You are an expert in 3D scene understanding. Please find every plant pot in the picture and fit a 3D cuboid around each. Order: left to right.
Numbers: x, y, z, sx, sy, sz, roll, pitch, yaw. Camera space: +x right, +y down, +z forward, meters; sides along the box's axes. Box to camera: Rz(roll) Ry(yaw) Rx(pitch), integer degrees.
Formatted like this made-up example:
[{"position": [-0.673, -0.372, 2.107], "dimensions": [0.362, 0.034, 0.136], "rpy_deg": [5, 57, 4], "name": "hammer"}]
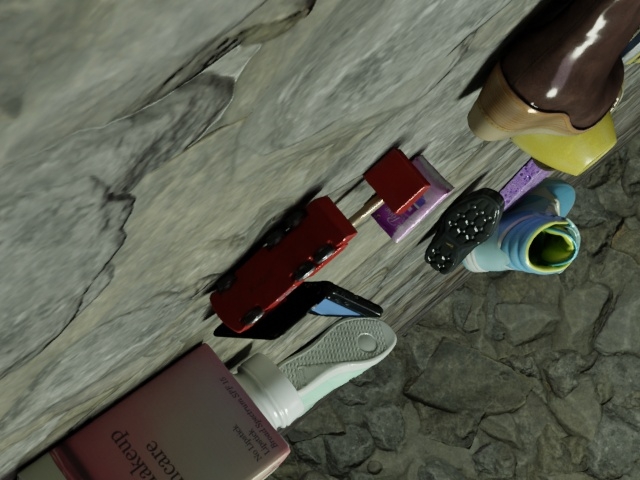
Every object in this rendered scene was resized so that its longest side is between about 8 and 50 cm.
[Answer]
[{"position": [0.333, -0.143, 1.352], "dimensions": [0.134, 0.095, 0.134], "rpy_deg": [-38, 171, -7], "name": "plant pot"}]

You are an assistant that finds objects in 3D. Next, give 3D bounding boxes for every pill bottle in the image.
[{"position": [-0.131, 0.242, 1.298], "dimensions": [0.208, 0.119, 0.119], "rpy_deg": [-37, 170, -18], "name": "pill bottle"}]

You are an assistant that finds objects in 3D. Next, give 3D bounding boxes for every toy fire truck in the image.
[{"position": [0.000, 0.000, 0.906], "dimensions": [0.192, 0.047, 0.135], "rpy_deg": [-42, 172, 21], "name": "toy fire truck"}]

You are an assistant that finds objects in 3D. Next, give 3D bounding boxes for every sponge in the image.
[{"position": [0.373, -0.111, 1.827], "dimensions": [0.117, 0.031, 0.210], "rpy_deg": [-33, 169, -32], "name": "sponge"}]

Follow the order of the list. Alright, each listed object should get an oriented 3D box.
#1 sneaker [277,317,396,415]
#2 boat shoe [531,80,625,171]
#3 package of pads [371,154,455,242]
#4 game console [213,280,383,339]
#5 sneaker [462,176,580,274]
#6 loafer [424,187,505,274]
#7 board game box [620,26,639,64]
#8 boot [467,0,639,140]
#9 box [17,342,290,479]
[{"position": [0.009, 0.225, 1.796], "dimensions": [0.256, 0.094, 0.151], "rpy_deg": [-23, 158, -27], "name": "sneaker"}, {"position": [0.383, -0.175, 1.496], "dimensions": [0.072, 0.068, 0.190], "rpy_deg": [-46, 178, -45], "name": "boat shoe"}, {"position": [0.090, -0.043, 1.034], "dimensions": [0.083, 0.050, 0.032], "rpy_deg": [-45, 174, 29], "name": "package of pads"}, {"position": [-0.021, 0.077, 0.966], "dimensions": [0.122, 0.107, 0.071], "rpy_deg": [-4, -116, 56], "name": "game console"}, {"position": [0.435, -0.023, 1.937], "dimensions": [0.319, 0.127, 0.208], "rpy_deg": [-34, -155, -33], "name": "sneaker"}, {"position": [0.225, -0.025, 1.571], "dimensions": [0.078, 0.076, 0.223], "rpy_deg": [-50, 175, -30], "name": "loafer"}, {"position": [0.421, -0.281, 1.215], "dimensions": [0.165, 0.042, 0.243], "rpy_deg": [-44, 169, 27], "name": "board game box"}, {"position": [0.261, -0.180, 0.930], "dimensions": [0.248, 0.090, 0.207], "rpy_deg": [-25, 165, -42], "name": "boot"}, {"position": [-0.172, 0.239, 1.046], "dimensions": [0.232, 0.148, 0.127], "rpy_deg": [-35, 169, -28], "name": "box"}]
